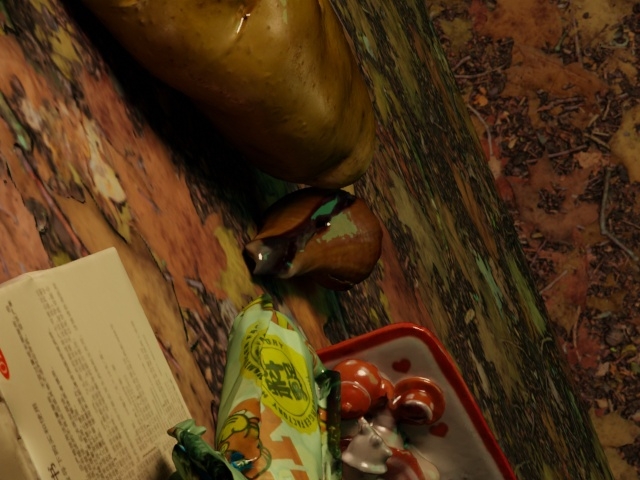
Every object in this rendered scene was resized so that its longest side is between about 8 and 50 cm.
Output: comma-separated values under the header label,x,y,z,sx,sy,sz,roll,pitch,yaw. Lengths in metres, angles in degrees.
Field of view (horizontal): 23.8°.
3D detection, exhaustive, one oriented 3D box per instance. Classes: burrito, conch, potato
label,x,y,z,sx,sy,sz,roll,pitch,yaw
burrito,-0.030,0.107,0.632,0.104,0.054,0.288,58,18,-28
conch,0.003,-0.005,1.266,0.086,0.080,0.233,63,13,19
potato,-0.060,-0.166,1.142,0.195,0.176,0.369,27,-13,37

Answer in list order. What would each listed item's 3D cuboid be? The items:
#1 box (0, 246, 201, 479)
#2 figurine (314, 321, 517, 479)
label,x,y,z,sx,sy,sz,roll,pitch,yaw
box,-0.107,0.123,0.628,0.212,0.095,0.168,66,13,-1
figurine,0.016,0.195,0.894,0.183,0.160,0.226,60,23,-19
